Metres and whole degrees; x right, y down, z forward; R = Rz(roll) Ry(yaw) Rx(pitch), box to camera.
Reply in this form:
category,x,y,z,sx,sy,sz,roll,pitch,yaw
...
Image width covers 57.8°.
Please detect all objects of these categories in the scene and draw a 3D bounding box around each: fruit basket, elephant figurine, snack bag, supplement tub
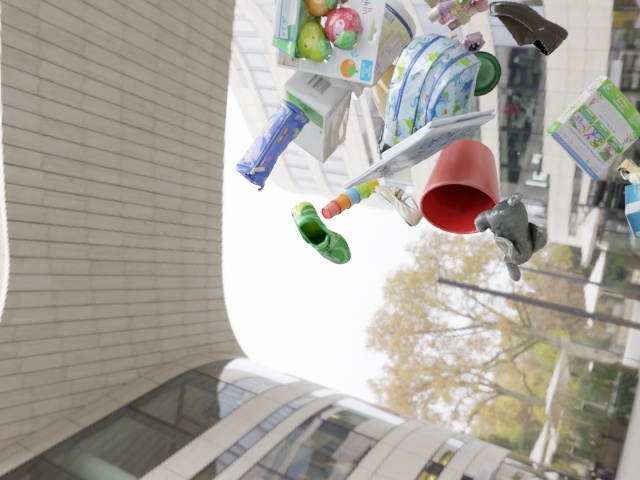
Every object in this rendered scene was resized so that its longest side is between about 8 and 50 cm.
category,x,y,z,sx,sy,sz,roll,pitch,yaw
fruit basket,0.019,-0.664,1.756,0.165,0.353,0.327,-24,-51,-52
elephant figurine,0.588,-0.003,1.736,0.186,0.169,0.239,-10,-108,-63
snack bag,0.262,-0.247,1.562,0.323,0.342,0.037,-22,-96,-42
supplement tub,0.158,-0.693,2.067,0.325,0.235,0.235,-51,-29,4

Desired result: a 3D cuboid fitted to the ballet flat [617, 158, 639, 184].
category,x,y,z,sx,sy,sz,roll,pitch,yaw
ballet flat,1.253,-0.258,2.304,0.080,0.073,0.232,47,-160,-13

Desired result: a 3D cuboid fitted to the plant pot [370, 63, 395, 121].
category,x,y,z,sx,sy,sz,roll,pitch,yaw
plant pot,0.319,-0.632,2.487,0.237,0.254,0.237,-39,-4,-3

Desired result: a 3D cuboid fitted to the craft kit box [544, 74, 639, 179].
category,x,y,z,sx,sy,sz,roll,pitch,yaw
craft kit box,0.922,-0.372,1.930,0.246,0.250,0.061,-46,21,15

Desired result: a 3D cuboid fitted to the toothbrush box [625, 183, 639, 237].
category,x,y,z,sx,sy,sz,roll,pitch,yaw
toothbrush box,1.356,-0.149,2.243,0.126,0.295,0.216,57,-140,-22

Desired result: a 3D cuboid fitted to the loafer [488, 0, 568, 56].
category,x,y,z,sx,sy,sz,roll,pitch,yaw
loafer,0.493,-0.506,1.388,0.080,0.220,0.078,-119,49,-67

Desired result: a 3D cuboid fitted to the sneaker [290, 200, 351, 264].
category,x,y,z,sx,sy,sz,roll,pitch,yaw
sneaker,0.000,0.000,1.912,0.295,0.109,0.123,45,-158,-35

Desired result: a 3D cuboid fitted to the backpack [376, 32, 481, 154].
category,x,y,z,sx,sy,sz,roll,pitch,yaw
backpack,0.323,-0.426,1.709,0.290,0.273,0.355,-27,-52,-30

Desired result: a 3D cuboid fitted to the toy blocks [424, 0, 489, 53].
category,x,y,z,sx,sy,sz,roll,pitch,yaw
toy blocks,0.516,-0.867,2.022,0.289,0.260,0.309,21,-130,-49

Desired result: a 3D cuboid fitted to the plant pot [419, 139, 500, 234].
category,x,y,z,sx,sy,sz,roll,pitch,yaw
plant pot,0.489,-0.195,1.993,0.275,0.275,0.243,66,-148,-49

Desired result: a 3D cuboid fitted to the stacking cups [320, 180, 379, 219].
category,x,y,z,sx,sy,sz,roll,pitch,yaw
stacking cups,0.135,-0.184,2.573,0.316,0.096,0.096,-37,-47,-35

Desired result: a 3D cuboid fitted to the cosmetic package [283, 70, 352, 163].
category,x,y,z,sx,sy,sz,roll,pitch,yaw
cosmetic package,-0.011,-0.456,2.086,0.155,0.197,0.365,-50,-12,-16

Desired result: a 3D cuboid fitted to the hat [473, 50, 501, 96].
category,x,y,z,sx,sy,sz,roll,pitch,yaw
hat,0.611,-0.653,2.230,0.208,0.173,0.183,-58,-7,6

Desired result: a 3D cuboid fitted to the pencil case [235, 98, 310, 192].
category,x,y,z,sx,sy,sz,roll,pitch,yaw
pencil case,-0.161,-0.316,1.916,0.306,0.119,0.133,-55,11,5

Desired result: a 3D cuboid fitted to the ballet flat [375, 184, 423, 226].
category,x,y,z,sx,sy,sz,roll,pitch,yaw
ballet flat,0.301,-0.149,2.173,0.086,0.248,0.086,-24,-37,-20
